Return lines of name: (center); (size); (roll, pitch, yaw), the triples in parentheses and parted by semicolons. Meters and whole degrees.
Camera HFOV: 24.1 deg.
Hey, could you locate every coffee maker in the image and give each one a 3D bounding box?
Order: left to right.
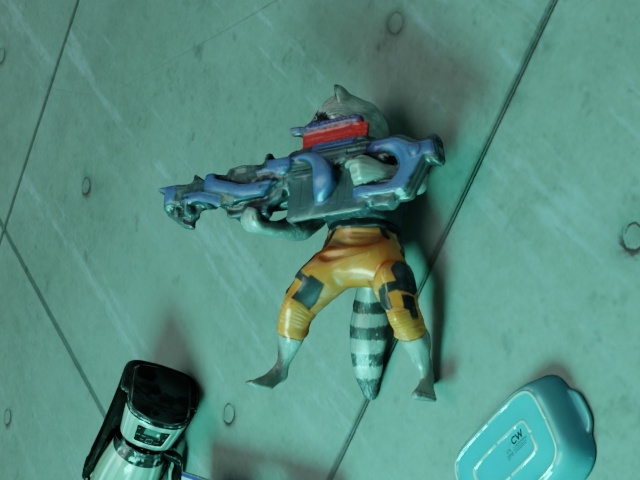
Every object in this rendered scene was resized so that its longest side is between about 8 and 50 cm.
coffee maker: (-0.244, 0.247, 1.978); (0.171, 0.120, 0.178); (56, 129, 44)

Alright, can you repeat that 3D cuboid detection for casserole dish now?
casserole dish: (0.187, 0.208, 1.428); (0.188, 0.037, 0.114); (-52, 47, 37)

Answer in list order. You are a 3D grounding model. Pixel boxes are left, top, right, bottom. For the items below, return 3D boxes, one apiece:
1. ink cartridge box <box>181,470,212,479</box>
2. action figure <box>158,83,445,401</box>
ink cartridge box: (-0.080, 0.447, 1.763); (0.303, 0.072, 0.307); (4, 86, 57)
action figure: (0.000, 0.000, 1.615); (0.341, 0.178, 0.330); (0, 80, 31)
